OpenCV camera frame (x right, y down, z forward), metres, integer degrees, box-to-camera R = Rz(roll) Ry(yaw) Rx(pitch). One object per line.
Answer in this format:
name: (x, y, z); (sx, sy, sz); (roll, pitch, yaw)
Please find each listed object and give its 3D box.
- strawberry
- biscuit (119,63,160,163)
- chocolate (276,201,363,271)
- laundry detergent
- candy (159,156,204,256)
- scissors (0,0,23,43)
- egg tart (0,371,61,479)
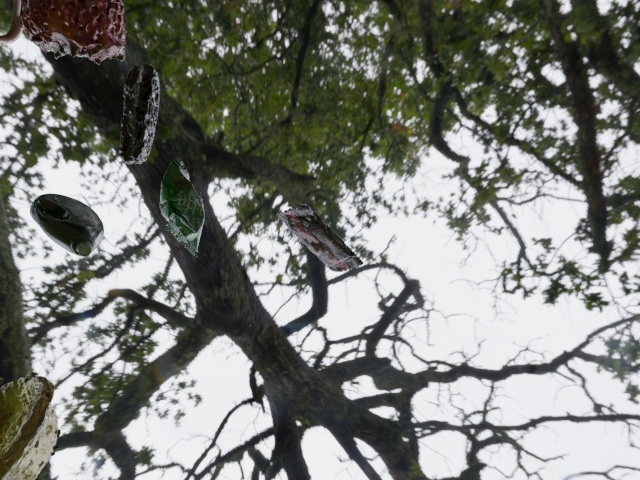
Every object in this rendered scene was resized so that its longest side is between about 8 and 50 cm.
strawberry: (-0.437, -0.420, 1.063); (0.184, 0.187, 0.202); (-6, -63, -25)
biscuit: (-0.168, -0.116, 0.555); (0.027, 0.087, 0.089); (8, -129, -8)
chocolate: (0.000, 0.000, 1.108); (0.182, 0.086, 0.028); (49, -136, -27)
laundry detergent: (-0.473, -0.024, 1.126); (0.137, 0.211, 0.063); (26, -82, -36)
candy: (-0.331, -0.077, 1.425); (0.078, 0.141, 0.203); (-20, -124, 23)
scissors: (-0.684, -0.391, 1.195); (0.160, 0.024, 0.318); (20, -83, 0)
egg tart: (-0.460, 0.299, 0.884); (0.213, 0.212, 0.090); (-54, -53, -14)
